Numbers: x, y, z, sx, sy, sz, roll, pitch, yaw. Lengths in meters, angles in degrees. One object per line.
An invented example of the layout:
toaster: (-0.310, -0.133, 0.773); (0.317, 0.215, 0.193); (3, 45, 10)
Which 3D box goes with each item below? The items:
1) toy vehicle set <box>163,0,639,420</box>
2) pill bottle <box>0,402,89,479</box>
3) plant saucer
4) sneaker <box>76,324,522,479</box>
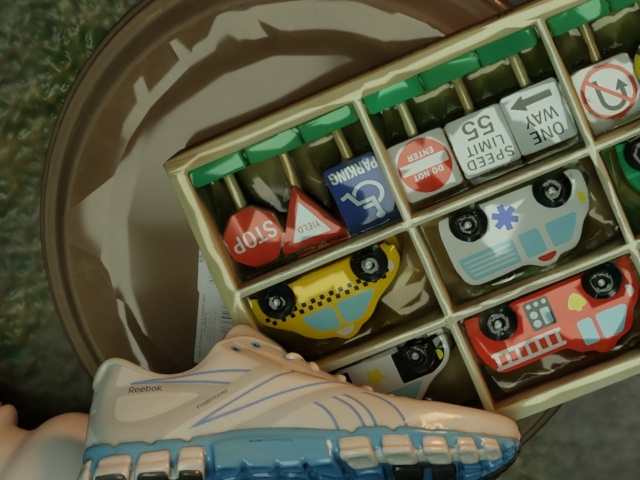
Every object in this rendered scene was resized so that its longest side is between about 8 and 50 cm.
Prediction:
toy vehicle set: (0.085, -0.012, 0.835); (0.267, 0.035, 0.166); (-23, 99, 13)
pill bottle: (-0.085, 0.177, 0.879); (0.283, 0.160, 0.160); (25, 105, 3)
plant saucer: (0.000, 0.000, 0.891); (0.278, 0.041, 0.277); (2, 104, 8)
sneaker: (-0.009, 0.072, 0.817); (0.191, 0.083, 0.071); (0, 147, -9)
